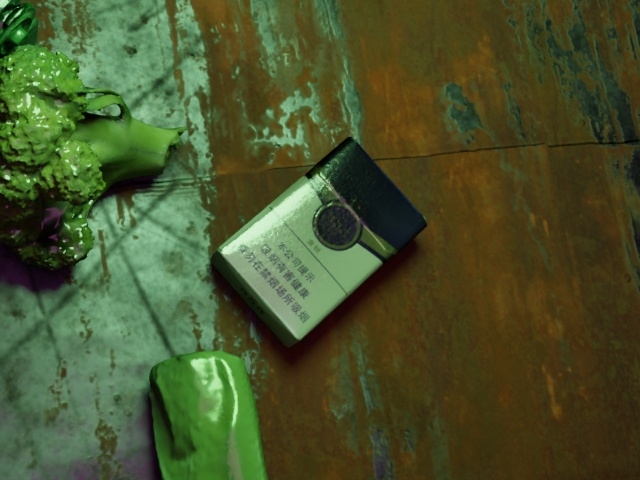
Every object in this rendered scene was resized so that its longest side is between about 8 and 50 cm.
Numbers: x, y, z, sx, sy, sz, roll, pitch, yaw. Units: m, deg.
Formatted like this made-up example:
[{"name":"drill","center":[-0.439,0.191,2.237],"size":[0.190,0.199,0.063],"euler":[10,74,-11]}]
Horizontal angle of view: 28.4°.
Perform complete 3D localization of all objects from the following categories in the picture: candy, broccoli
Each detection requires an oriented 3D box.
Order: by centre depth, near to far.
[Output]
[{"name":"candy","center":[-0.128,0.308,1.559],"size":[0.132,0.142,0.343],"euler":[-9,78,-9]},{"name":"broccoli","center":[-0.308,-0.078,1.561],"size":[0.302,0.186,0.254],"euler":[30,91,-35]}]

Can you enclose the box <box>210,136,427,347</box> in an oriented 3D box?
[{"name":"box","center":[0.000,0.000,1.707],"size":[0.259,0.071,0.168],"euler":[-42,90,-20]}]

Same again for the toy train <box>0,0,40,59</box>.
[{"name":"toy train","center":[-0.464,-0.236,1.566],"size":[0.145,0.202,0.266],"euler":[41,69,-2]}]
